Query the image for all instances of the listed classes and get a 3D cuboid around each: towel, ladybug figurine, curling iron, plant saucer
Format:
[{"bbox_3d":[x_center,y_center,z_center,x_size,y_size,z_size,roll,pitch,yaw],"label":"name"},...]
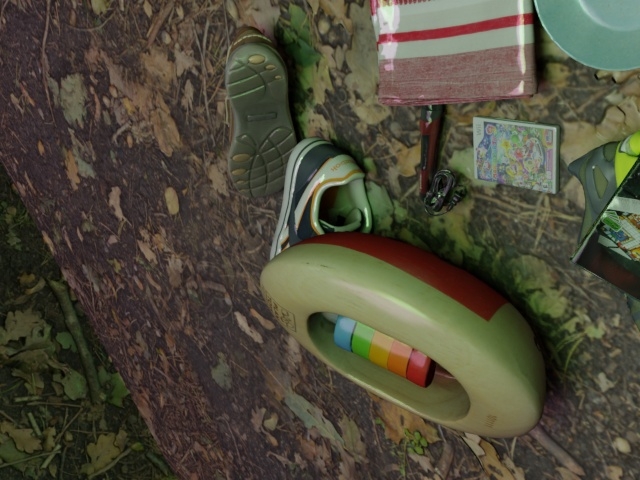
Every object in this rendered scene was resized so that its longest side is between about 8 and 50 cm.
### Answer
[{"bbox_3d":[0.147,-0.332,0.922,0.237,0.037,0.328,6,109,46],"label":"towel"},{"bbox_3d":[0.117,0.115,1.081,0.450,0.162,0.305,26,150,18],"label":"ladybug figurine"},{"bbox_3d":[0.165,-0.164,1.030,0.068,0.035,0.273,6,112,24],"label":"curling iron"},{"bbox_3d":[0.314,-0.276,0.784,0.195,0.037,0.194,28,130,39],"label":"plant saucer"}]

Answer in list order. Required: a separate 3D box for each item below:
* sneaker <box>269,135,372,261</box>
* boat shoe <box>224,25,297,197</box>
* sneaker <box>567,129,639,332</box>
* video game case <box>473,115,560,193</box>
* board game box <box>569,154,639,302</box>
[{"bbox_3d":[0.000,0.000,1.240,0.127,0.126,0.321,36,134,39],"label":"sneaker"},{"bbox_3d":[-0.102,-0.209,1.268,0.324,0.123,0.116,97,166,-47],"label":"boat shoe"},{"bbox_3d":[0.366,0.021,0.857,0.121,0.111,0.299,-1,104,60],"label":"sneaker"},{"bbox_3d":[0.251,-0.112,0.974,0.122,0.011,0.087,17,124,44],"label":"video game case"},{"bbox_3d":[0.400,0.032,0.753,0.260,0.030,0.136,32,106,7],"label":"board game box"}]
